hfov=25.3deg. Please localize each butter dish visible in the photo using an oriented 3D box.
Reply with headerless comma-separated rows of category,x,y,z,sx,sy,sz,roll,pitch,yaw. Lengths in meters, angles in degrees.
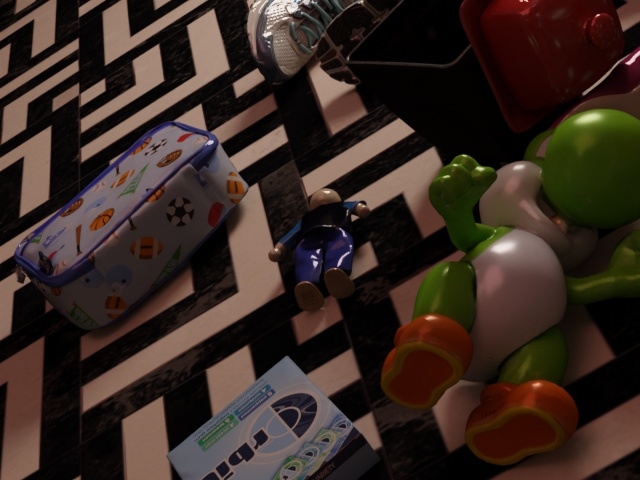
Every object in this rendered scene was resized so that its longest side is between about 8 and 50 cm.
butter dish,0.243,-0.206,1.415,0.160,0.160,0.118,-40,27,-24

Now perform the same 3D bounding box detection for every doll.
doll,0.000,0.000,1.592,0.129,0.046,0.189,-24,31,18

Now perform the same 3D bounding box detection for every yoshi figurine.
yoshi figurine,0.199,0.004,1.249,0.203,0.204,0.362,3,42,27

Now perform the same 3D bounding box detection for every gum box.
gum box,-0.049,0.205,1.345,0.157,0.041,0.184,-39,28,-7

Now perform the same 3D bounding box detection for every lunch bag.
lunch bag,-0.252,-0.024,1.831,0.303,0.115,0.243,-41,27,-12

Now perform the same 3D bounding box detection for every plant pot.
plant pot,0.175,-0.189,1.563,0.187,0.167,0.188,-47,31,-21

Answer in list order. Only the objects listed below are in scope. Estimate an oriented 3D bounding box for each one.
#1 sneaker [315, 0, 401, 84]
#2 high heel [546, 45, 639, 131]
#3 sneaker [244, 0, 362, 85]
sneaker,0.121,-0.301,1.884,0.279,0.107,0.118,-34,4,9
high heel,0.305,-0.147,1.461,0.244,0.082,0.117,-40,18,2
sneaker,-0.011,-0.331,2.036,0.122,0.110,0.283,-9,38,34
